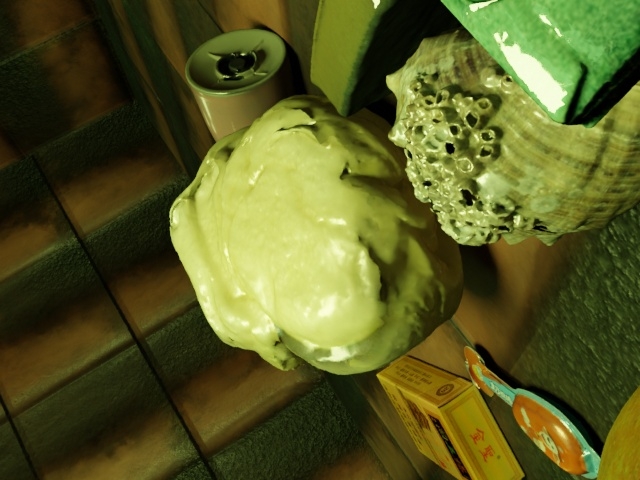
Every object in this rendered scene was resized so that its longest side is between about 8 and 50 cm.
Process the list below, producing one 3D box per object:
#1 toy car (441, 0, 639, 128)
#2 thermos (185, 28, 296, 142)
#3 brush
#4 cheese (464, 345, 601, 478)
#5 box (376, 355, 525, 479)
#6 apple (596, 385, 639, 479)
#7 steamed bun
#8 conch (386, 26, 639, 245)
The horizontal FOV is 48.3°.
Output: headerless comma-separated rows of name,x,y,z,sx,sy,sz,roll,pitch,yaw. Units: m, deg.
toy car,0.072,-0.218,0.367,0.321,0.097,0.141,54,133,20
thermos,-0.093,-0.181,1.097,0.265,0.145,0.176,74,-158,-51
brush,0.059,-0.176,0.546,0.059,0.123,0.197,53,167,9
cheese,0.254,0.210,0.883,0.256,0.037,0.106,36,152,58
box,0.206,0.300,1.192,0.174,0.076,0.274,59,167,-8
apple,0.266,0.140,0.375,0.237,0.207,0.237,33,150,22
steamed bun,-0.002,-0.004,0.872,0.372,0.230,0.325,-8,78,43
conch,0.145,-0.077,0.502,0.178,0.163,0.245,29,158,-21
